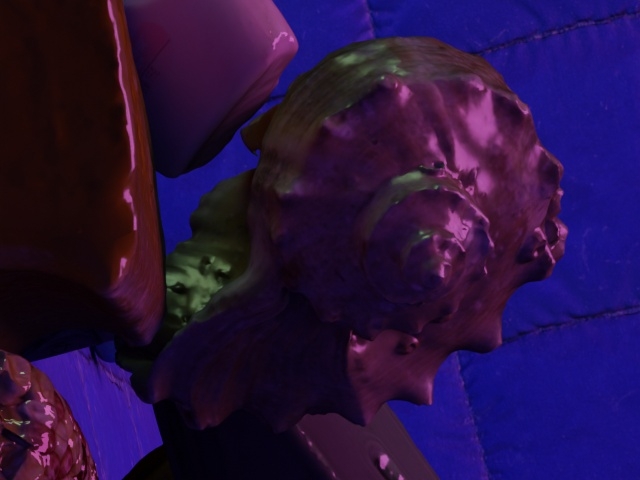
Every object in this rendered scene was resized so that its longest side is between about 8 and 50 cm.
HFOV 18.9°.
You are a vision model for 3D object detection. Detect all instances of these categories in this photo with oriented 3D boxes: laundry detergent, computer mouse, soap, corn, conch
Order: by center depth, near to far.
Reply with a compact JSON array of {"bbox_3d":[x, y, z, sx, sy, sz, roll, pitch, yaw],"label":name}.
[{"bbox_3d":[-0.145,0.135,0.913,0.290,0.098,0.098,81,-5,-63],"label":"corn"},{"bbox_3d":[-0.172,-0.085,1.000,0.335,0.156,0.293,103,-25,-80],"label":"soap"},{"bbox_3d":[0.012,0.013,1.226,0.210,0.297,0.352,48,-2,-5],"label":"conch"},{"bbox_3d":[-0.166,-0.198,1.235,0.335,0.159,0.088,47,35,6],"label":"laundry detergent"},{"bbox_3d":[-0.003,0.200,1.395,0.429,0.145,0.228,53,19,3],"label":"computer mouse"}]

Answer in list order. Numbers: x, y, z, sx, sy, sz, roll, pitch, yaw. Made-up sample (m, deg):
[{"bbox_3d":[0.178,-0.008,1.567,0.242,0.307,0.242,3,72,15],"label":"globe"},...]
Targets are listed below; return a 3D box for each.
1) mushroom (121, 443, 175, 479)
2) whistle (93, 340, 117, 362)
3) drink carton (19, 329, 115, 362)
[{"bbox_3d":[-0.048,0.285,1.565,0.345,0.260,0.345,-22,90,-84],"label":"mushroom"},{"bbox_3d":[-0.219,0.013,1.986,0.186,0.093,0.274,-108,-178,-70],"label":"whistle"},{"bbox_3d":[-0.191,-0.006,1.283,0.222,0.102,0.134,92,-17,-76],"label":"drink carton"}]
